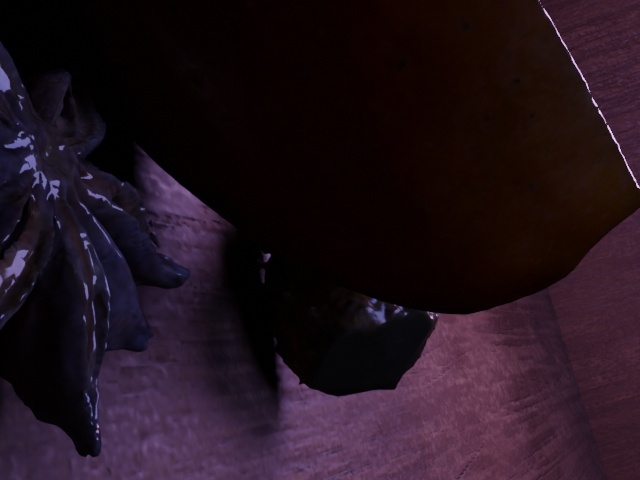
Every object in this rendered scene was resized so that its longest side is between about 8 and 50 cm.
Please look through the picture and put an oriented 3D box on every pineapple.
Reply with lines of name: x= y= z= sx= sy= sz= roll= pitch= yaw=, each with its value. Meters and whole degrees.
pineapple: x=0.000 y=0.000 z=0.836 sx=0.108 sy=0.108 sz=0.198 roll=52 pitch=13 yaw=-54

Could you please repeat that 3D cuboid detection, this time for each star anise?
star anise: x=-0.119 y=-0.024 z=0.473 sx=0.182 sy=0.065 sz=0.195 roll=61 pitch=21 yaw=-20

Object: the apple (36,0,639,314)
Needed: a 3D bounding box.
apple: x=0.015 y=-0.139 z=0.657 sx=0.365 sy=0.295 sz=0.329 roll=54 pitch=48 yaw=-23
